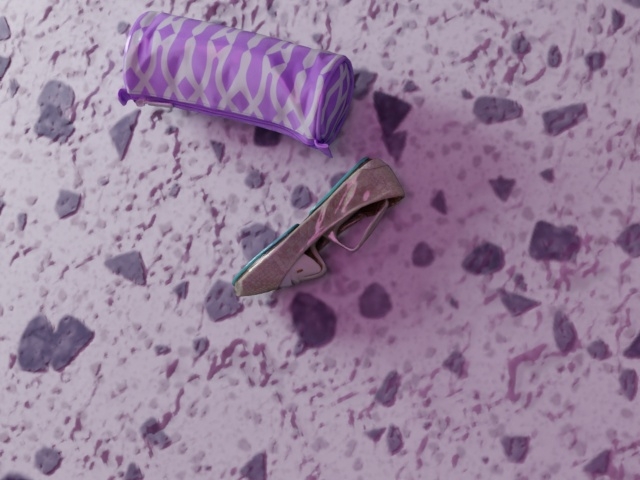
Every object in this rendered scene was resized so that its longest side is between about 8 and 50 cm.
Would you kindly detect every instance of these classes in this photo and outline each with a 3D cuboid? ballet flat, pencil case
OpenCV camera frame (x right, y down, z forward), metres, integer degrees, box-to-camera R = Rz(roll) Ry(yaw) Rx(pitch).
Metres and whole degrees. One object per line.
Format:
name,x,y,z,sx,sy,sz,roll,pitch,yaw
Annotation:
ballet flat,0.000,0.000,1.342,0.168,0.057,0.052,-43,79,3
pencil case,-0.074,-0.137,1.379,0.206,0.086,0.088,13,68,19
